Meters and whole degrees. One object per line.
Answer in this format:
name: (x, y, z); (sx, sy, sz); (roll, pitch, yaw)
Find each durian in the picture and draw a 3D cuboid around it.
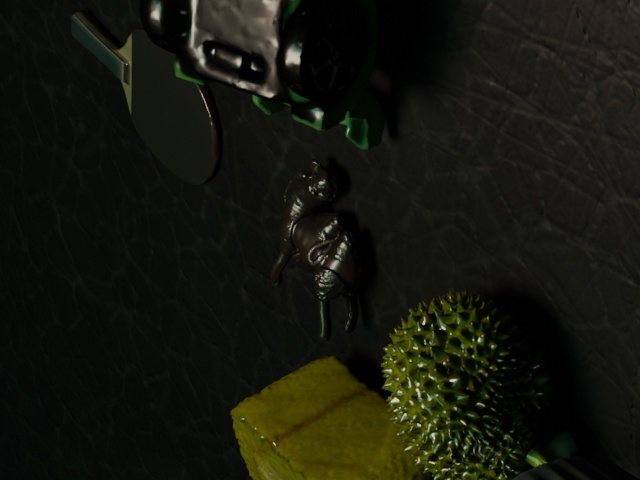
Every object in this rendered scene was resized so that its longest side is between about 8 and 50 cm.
durian: (0.129, 0.144, 1.671); (0.159, 0.146, 0.198); (-15, 91, 62)

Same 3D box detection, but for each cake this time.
cake: (0.030, 0.248, 1.897); (0.260, 0.156, 0.179); (41, 156, 48)

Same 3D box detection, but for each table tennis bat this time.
table tennis bat: (-0.205, -0.178, 2.144); (0.301, 0.022, 0.173); (43, 142, 36)

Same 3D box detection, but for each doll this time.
doll: (0.000, 0.000, 1.890); (0.139, 0.057, 0.165); (49, 140, 36)

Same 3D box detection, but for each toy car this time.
toy car: (-0.035, -0.250, 1.664); (0.213, 0.176, 0.358); (21, 119, 36)

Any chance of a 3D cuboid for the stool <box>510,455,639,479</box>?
stool: (0.264, 0.360, 1.461); (0.330, 0.297, 0.297); (42, 141, 47)
